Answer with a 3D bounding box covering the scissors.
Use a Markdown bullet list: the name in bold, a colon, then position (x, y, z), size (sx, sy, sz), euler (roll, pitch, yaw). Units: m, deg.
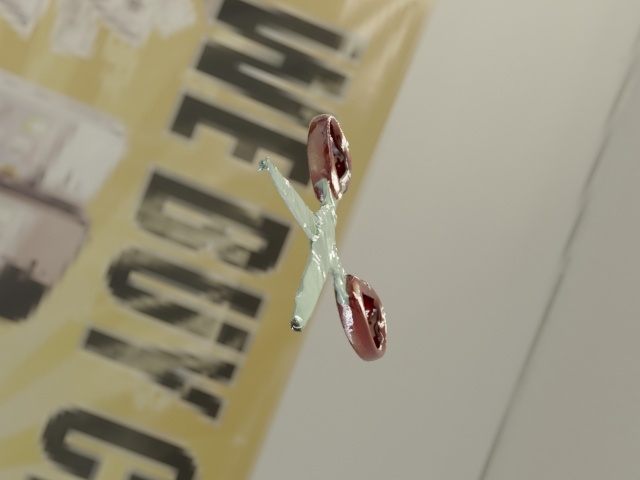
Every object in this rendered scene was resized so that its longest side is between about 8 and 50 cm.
- **scissors**: position (0.000, 0.000, 1.027), size (0.247, 0.017, 0.144), euler (-6, 84, -80)
